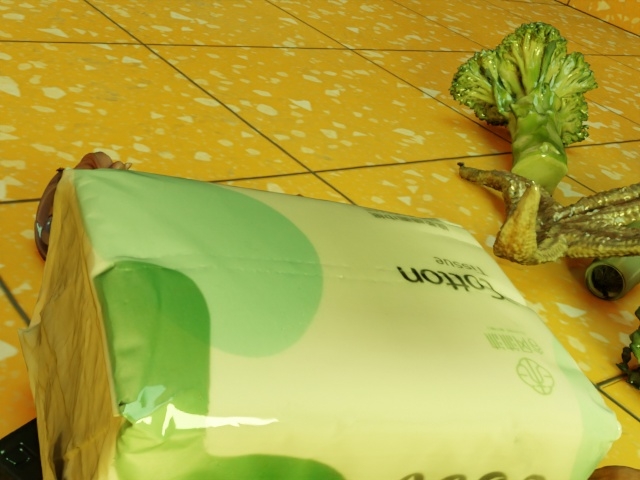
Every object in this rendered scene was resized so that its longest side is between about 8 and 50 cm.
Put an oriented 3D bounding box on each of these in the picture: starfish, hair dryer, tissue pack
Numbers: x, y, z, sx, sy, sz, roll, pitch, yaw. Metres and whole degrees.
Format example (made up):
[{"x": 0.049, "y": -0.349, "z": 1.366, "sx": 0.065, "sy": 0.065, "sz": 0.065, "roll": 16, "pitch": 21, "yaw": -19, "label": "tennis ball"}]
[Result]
[{"x": 0.331, "y": -0.051, "z": 1.108, "sx": 0.383, "sy": 0.132, "sz": 0.398, "roll": -8, "pitch": 10, "yaw": 24, "label": "starfish"}, {"x": 0.480, "y": 0.042, "z": 1.142, "sx": 0.295, "sy": 0.119, "sz": 0.298, "roll": -11, "pitch": 50, "yaw": -31, "label": "hair dryer"}, {"x": -0.016, "y": 0.094, "z": 0.621, "sx": 0.356, "sy": 0.194, "sz": 0.266, "roll": 7, "pitch": 32, "yaw": -27, "label": "tissue pack"}]

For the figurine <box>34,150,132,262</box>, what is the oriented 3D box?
[{"x": -0.208, "y": -0.035, "z": 0.877, "sx": 0.157, "sy": 0.126, "sz": 0.114, "roll": -16, "pitch": 84, "yaw": -44, "label": "figurine"}]

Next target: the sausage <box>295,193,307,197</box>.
[{"x": -0.001, "y": 0.000, "z": 0.974, "sx": 0.065, "sy": 0.065, "sz": 0.169, "roll": -5, "pitch": 33, "yaw": -35, "label": "sausage"}]

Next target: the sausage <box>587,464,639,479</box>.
[{"x": 0.293, "y": 0.249, "z": 0.614, "sx": 0.259, "sy": 0.114, "sz": 0.113, "roll": 24, "pitch": 28, "yaw": 12, "label": "sausage"}]

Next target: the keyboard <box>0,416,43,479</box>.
[{"x": -0.154, "y": 0.136, "z": 0.677, "sx": 0.093, "sy": 0.025, "sz": 0.230, "roll": 29, "pitch": 30, "yaw": 20, "label": "keyboard"}]

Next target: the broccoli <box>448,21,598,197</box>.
[{"x": 0.343, "y": -0.219, "z": 1.460, "sx": 0.252, "sy": 0.221, "sz": 0.361, "roll": 53, "pitch": 30, "yaw": -6, "label": "broccoli"}]

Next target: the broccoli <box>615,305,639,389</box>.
[{"x": 0.447, "y": 0.144, "z": 0.876, "sx": 0.275, "sy": 0.177, "sz": 0.198, "roll": 47, "pitch": 39, "yaw": 18, "label": "broccoli"}]
